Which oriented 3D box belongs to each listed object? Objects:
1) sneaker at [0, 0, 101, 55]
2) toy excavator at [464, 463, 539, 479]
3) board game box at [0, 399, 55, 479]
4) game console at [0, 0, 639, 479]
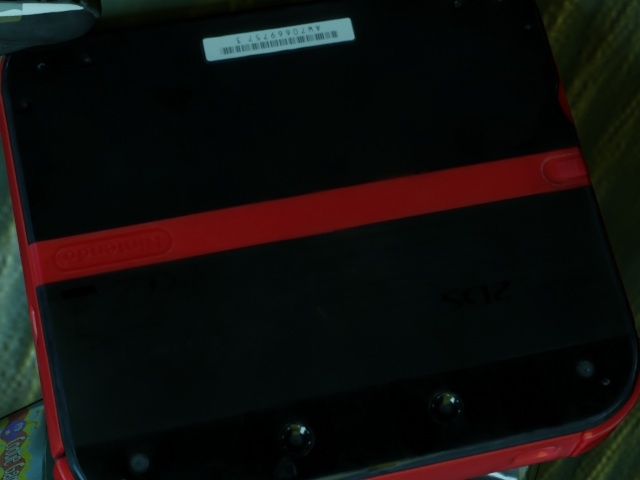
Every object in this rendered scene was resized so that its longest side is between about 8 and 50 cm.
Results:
[{"bbox_3d":[-0.281,-0.122,0.724,0.284,0.107,0.124,-4,129,-7],"label":"sneaker"},{"bbox_3d":[0.010,0.347,0.854,0.223,0.433,0.445,13,136,16],"label":"toy excavator"},{"bbox_3d":[-0.209,0.289,0.880,0.142,0.144,0.275,-25,116,-1],"label":"board game box"},{"bbox_3d":[0.000,0.000,0.751,0.387,0.060,0.341,-10,71,-10],"label":"game console"}]
